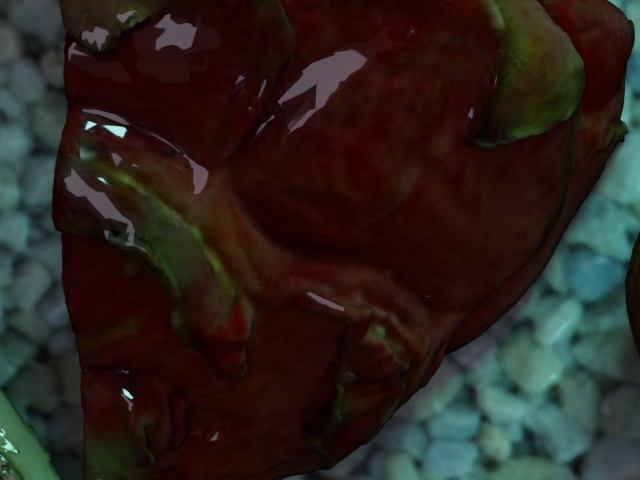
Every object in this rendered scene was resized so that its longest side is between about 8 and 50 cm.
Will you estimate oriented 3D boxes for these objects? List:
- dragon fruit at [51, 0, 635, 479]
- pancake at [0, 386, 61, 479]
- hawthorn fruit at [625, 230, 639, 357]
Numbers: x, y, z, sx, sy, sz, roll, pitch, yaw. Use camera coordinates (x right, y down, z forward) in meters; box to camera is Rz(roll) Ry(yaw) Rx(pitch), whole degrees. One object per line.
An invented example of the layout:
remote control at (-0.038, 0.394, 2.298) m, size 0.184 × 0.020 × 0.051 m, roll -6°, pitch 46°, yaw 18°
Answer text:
dragon fruit at (0.000, 0.000, 0.763) m, size 0.286 × 0.228 × 0.329 m, roll 16°, pitch 90°, yaw -1°
pancake at (-0.297, 0.186, 0.829) m, size 0.382 × 0.071 × 0.382 m, roll 1°, pitch 92°, yaw 13°
hawthorn fruit at (0.238, 0.031, 0.773) m, size 0.211 × 0.211 × 0.299 m, roll 41°, pitch 100°, yaw 0°
